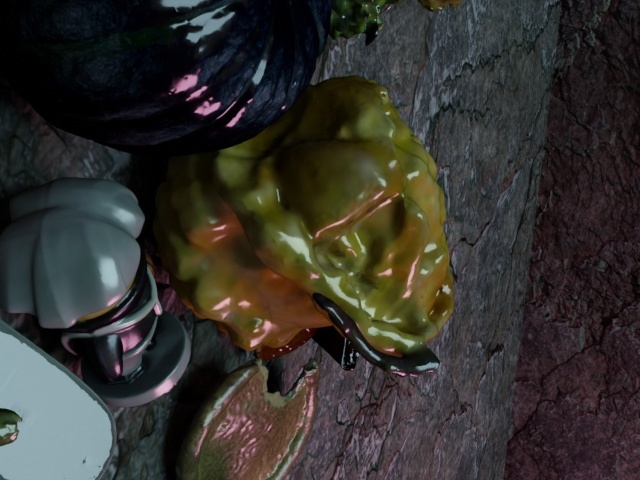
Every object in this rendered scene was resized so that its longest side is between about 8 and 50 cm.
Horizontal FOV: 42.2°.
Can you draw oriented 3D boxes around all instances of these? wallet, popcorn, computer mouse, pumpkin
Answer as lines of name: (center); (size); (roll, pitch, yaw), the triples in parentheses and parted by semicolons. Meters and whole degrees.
wallet: (0.026, 0.101, 1.210); (0.243, 0.039, 0.133); (-160, -95, -80)
popcorn: (0.000, 0.000, 0.947); (0.349, 0.381, 0.349); (-27, 152, -16)
computer mouse: (-0.286, 0.164, 0.769); (0.231, 0.079, 0.128); (51, 54, -31)
pumpkin: (-0.140, -0.252, 0.749); (0.363, 0.266, 0.363); (2, 90, -64)

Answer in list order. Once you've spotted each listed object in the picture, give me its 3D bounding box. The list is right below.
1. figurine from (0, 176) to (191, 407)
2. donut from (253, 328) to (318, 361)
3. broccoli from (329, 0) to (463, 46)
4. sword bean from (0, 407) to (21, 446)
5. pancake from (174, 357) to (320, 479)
figurine: (-0.215, 0.040, 0.806); (0.236, 0.133, 0.176); (73, 7, -48)
donut: (-0.037, 0.083, 1.150); (0.126, 0.144, 0.186); (101, -11, -52)
broccoli: (0.010, -0.369, 1.045); (0.293, 0.348, 0.281); (-30, 146, -4)
sword bean: (-0.357, 0.176, 0.626); (0.269, 0.043, 0.038); (-12, 92, -46)
pancake: (-0.088, 0.264, 1.135); (0.286, 0.033, 0.288); (-45, 144, -31)
